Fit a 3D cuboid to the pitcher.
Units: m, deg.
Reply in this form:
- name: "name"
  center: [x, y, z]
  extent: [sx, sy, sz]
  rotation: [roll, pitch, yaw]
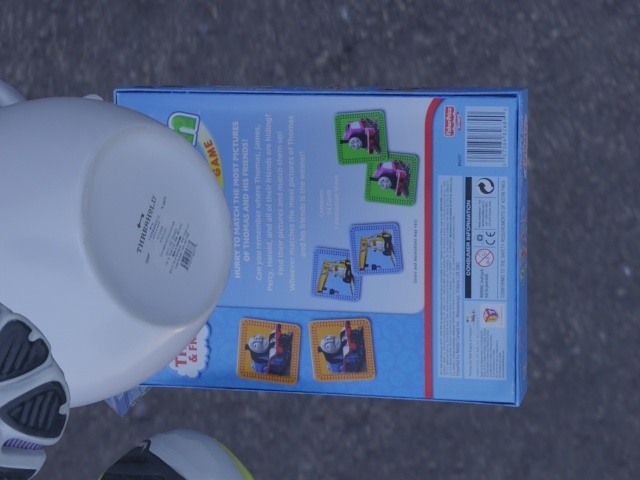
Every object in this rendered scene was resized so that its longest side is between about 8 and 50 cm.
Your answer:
- name: "pitcher"
  center: [-0.133, -0.011, 0.793]
  extent: [0.207, 0.177, 0.125]
  rotation: [-13, 145, 41]

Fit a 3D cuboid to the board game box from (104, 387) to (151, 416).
- name: "board game box"
  center: [-0.119, 0.045, 1.387]
  extent: [0.060, 0.194, 0.194]
  rotation: [45, 90, 7]

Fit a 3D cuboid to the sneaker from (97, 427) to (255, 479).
- name: "sneaker"
  center: [-0.018, 0.220, 1.050]
  extent: [0.147, 0.145, 0.384]
  rotation: [-40, 140, -20]

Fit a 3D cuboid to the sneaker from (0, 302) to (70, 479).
- name: "sneaker"
  center: [-0.155, 0.019, 0.578]
  extent: [0.170, 0.071, 0.068]
  rotation: [30, 96, -11]

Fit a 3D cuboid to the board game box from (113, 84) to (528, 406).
- name: "board game box"
  center: [0.000, 0.000, 0.958]
  extent: [0.212, 0.039, 0.160]
  rotation: [2, 100, 13]
